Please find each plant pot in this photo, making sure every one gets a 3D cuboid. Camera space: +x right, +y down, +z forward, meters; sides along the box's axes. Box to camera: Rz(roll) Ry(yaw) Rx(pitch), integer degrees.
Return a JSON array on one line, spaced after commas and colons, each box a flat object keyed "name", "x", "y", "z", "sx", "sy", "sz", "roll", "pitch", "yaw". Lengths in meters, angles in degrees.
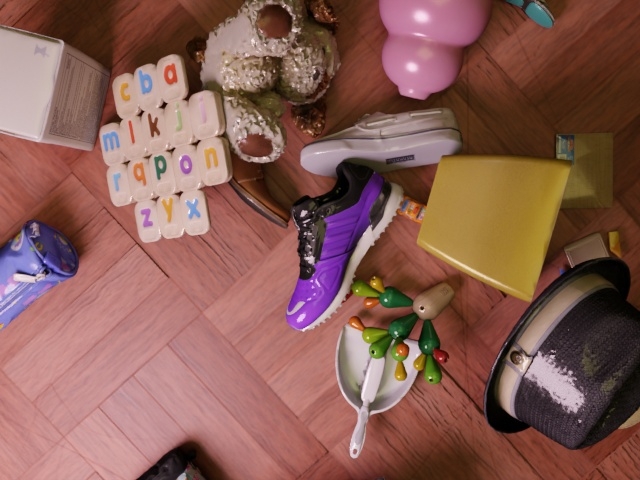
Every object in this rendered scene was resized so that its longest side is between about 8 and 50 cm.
[{"name": "plant pot", "x": 0.265, "y": -0.037, "z": 1.101, "sx": 0.187, "sy": 0.212, "sz": 0.212, "roll": 16, "pitch": 94, "yaw": 11}]

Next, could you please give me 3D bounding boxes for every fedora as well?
[{"name": "fedora", "x": 0.408, "y": 0.197, "z": 1.056, "sx": 0.334, "sy": 0.334, "sz": 0.152, "roll": -51, "pitch": 48, "yaw": 3}]

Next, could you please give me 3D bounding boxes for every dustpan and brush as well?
[{"name": "dustpan and brush", "x": 0.083, "y": 0.264, "z": 1.185, "sx": 0.147, "sy": 0.060, "sz": 0.211, "roll": 15, "pitch": 93, "yaw": 0}]

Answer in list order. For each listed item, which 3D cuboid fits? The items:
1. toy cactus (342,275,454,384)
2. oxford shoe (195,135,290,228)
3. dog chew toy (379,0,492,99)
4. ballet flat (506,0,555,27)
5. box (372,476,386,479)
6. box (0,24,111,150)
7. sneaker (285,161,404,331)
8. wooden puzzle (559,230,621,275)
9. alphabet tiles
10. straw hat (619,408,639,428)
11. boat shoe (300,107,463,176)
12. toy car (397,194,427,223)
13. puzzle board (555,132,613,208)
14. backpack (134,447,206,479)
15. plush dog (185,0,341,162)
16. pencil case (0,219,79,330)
[{"name": "toy cactus", "x": 0.147, "y": 0.127, "z": 1.153, "sx": 0.180, "sy": 0.112, "sz": 0.219, "roll": -36, "pitch": 63, "yaw": -18}, {"name": "oxford shoe", "x": -0.120, "y": -0.107, "z": 1.162, "sx": 0.212, "sy": 0.076, "sz": 0.076, "roll": 45, "pitch": 80, "yaw": -3}, {"name": "dog chew toy", "x": 0.183, "y": -0.389, "z": 1.083, "sx": 0.206, "sy": 0.206, "sz": 0.332, "roll": 13, "pitch": 102, "yaw": 0}, {"name": "ballet flat", "x": 0.348, "y": -0.401, "z": 1.153, "sx": 0.114, "sy": 0.041, "sz": 0.041, "roll": 32, "pitch": 93, "yaw": -2}, {"name": "box", "x": -0.016, "y": 0.584, "z": 1.135, "sx": 0.395, "sy": 0.097, "sz": 0.318, "roll": -22, "pitch": 117, "yaw": 2}, {"name": "box", "x": -0.434, "y": -0.230, "z": 1.075, "sx": 0.127, "sy": 0.232, "sz": 0.149, "roll": 14, "pitch": 93, "yaw": -1}, {"name": "sneaker", "x": 0.000, "y": 0.000, "z": 1.129, "sx": 0.146, "sy": 0.102, "sz": 0.293, "roll": 32, "pitch": 88, "yaw": -24}, {"name": "wooden puzzle", "x": 0.463, "y": 0.031, "z": 1.190, "sx": 0.116, "sy": 0.014, "sz": 0.078, "roll": -16, "pitch": 89, "yaw": 2}, {"name": "alphabet tiles", "x": -0.253, "y": -0.141, "z": 1.106, "sx": 0.284, "sy": 0.021, "sz": 0.278, "roll": -8, "pitch": 94, "yaw": 38}, {"name": "straw hat", "x": 0.523, "y": 0.262, "z": 1.179, "sx": 0.144, "sy": 0.061, "sz": 0.144, "roll": 0, "pitch": 94, "yaw": 0}, {"name": "boat shoe", "x": 0.097, "y": -0.171, "z": 1.147, "sx": 0.267, "sy": 0.096, "sz": 0.088, "roll": -9, "pitch": 66, "yaw": 7}, {"name": "toy car", "x": 0.132, "y": -0.025, "z": 1.177, "sx": 0.060, "sy": 0.040, "sz": 0.122, "roll": 43, "pitch": 93, "yaw": -2}, {"name": "puzzle board", "x": 0.450, "y": -0.119, "z": 1.182, "sx": 0.096, "sy": 0.011, "sz": 0.128, "roll": -1, "pitch": 93, "yaw": 2}, {"name": "backpack", "x": -0.240, "y": 0.468, "z": 1.176, "sx": 0.152, "sy": 0.115, "sz": 0.182, "roll": -38, "pitch": 95, "yaw": 0}, {"name": "plush dog", "x": -0.069, "y": -0.277, "z": 1.097, "sx": 0.225, "sy": 0.210, "sz": 0.262, "roll": -11, "pitch": 124, "yaw": -36}, {"name": "pencil case", "x": -0.547, "y": 0.094, "z": 1.150, "sx": 0.306, "sy": 0.133, "sz": 0.119, "roll": -37, "pitch": 122, "yaw": 4}]
